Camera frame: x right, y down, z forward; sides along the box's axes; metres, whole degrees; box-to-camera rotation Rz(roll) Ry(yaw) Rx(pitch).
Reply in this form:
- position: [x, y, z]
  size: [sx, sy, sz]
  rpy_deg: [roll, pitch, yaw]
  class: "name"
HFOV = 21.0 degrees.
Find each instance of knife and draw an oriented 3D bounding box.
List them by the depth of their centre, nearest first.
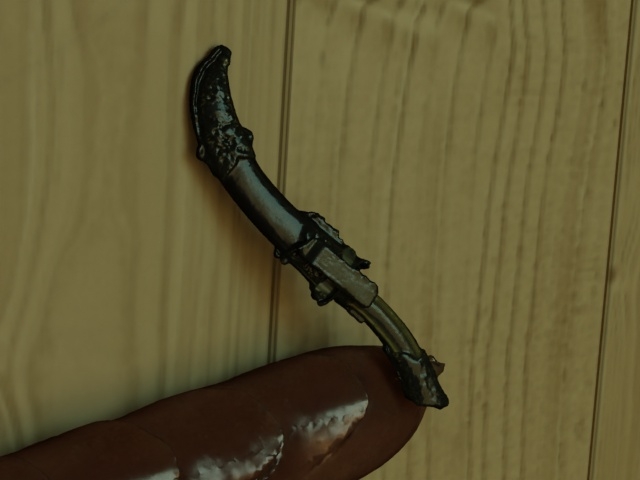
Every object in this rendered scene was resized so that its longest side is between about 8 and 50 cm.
- position: [-0.005, 0.003, 0.886]
  size: [0.045, 0.021, 0.222]
  rpy_deg: [-35, 97, -14]
  class: "knife"

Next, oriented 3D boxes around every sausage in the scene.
- position: [-0.113, 0.129, 0.844]
  size: [0.433, 0.088, 0.088]
  rpy_deg: [-15, 109, -32]
  class: "sausage"
